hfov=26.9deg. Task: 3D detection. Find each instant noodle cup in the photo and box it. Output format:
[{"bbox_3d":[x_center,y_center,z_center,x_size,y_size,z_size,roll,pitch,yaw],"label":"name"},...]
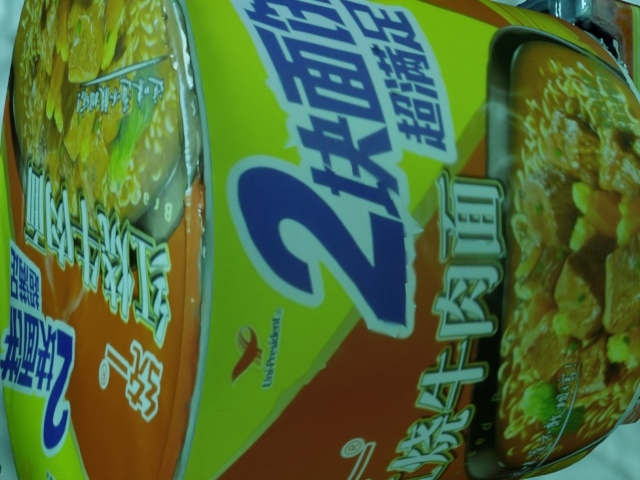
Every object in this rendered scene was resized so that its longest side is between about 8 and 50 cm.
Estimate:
[{"bbox_3d":[0.000,0.000,0.439,0.174,0.213,0.213,0,81,-26],"label":"instant noodle cup"}]

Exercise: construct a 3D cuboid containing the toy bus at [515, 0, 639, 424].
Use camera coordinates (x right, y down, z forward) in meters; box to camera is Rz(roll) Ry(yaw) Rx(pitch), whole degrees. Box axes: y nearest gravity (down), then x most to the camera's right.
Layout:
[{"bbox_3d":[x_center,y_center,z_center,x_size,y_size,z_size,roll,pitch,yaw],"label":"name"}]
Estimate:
[{"bbox_3d":[0.104,-0.009,0.536,0.077,0.079,0.174,5,80,-27],"label":"toy bus"}]
